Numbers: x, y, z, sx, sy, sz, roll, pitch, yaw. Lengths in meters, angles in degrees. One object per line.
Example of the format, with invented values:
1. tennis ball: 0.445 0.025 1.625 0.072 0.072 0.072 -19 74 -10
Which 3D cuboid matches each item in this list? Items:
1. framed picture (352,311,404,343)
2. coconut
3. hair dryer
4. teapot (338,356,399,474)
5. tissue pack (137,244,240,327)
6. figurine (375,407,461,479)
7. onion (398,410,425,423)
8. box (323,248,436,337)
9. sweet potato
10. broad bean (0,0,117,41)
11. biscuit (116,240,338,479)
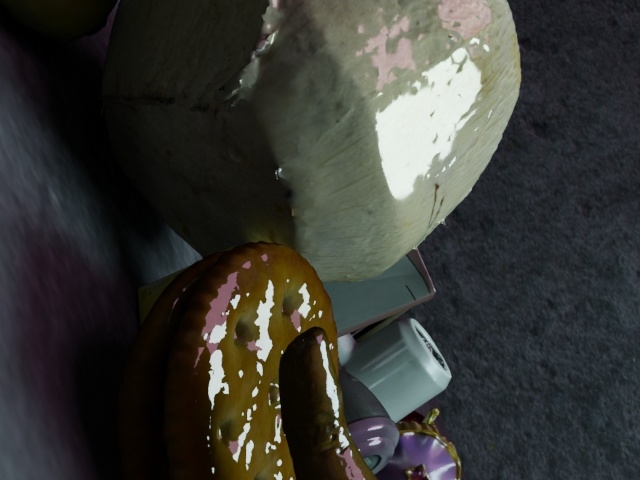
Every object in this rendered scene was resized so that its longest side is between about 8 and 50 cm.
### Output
1. framed picture: 0.073 0.124 1.285 0.010 0.201 0.136 54 7 4
2. coconut: 0.000 -0.155 0.827 0.346 0.360 0.346 31 -34 24
3. hair dryer: -0.006 0.080 1.128 0.357 0.173 0.107 53 8 -5
4. teapot: 0.017 0.200 1.024 0.146 0.116 0.148 60 7 34
5. tissue pack: -0.070 0.095 0.774 0.062 0.095 0.176 -106 170 -48
6. figurine: 0.107 0.304 1.161 0.263 0.142 0.189 52 58 -83
7. onion: 0.125 0.319 1.366 0.131 0.131 0.131 -23 90 -82
8. box: -0.013 0.006 1.016 0.086 0.215 0.215 100 -32 -80
9. sweet potato: 0.004 0.219 0.579 0.108 0.079 0.346 33 -50 42
10. broad bean: -0.225 -0.223 0.747 0.124 0.082 0.174 66 18 -11
11. biscuit: -0.054 0.109 0.636 0.220 0.066 0.220 -4 94 -63
